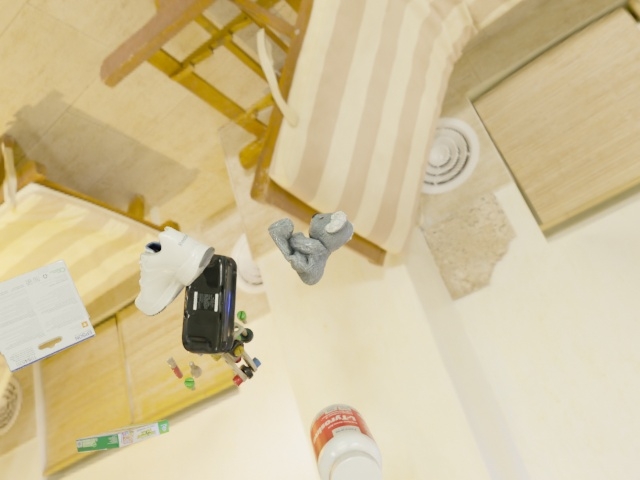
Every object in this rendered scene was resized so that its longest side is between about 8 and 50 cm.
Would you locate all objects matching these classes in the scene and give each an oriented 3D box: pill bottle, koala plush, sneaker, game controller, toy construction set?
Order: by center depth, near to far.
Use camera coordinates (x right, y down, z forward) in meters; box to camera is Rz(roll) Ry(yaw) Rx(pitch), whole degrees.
[{"bbox_3d":[-0.353,0.066,1.301,0.129,0.111,0.297,39,128,-11],"label":"sneaker"},{"bbox_3d":[0.000,0.000,1.695,0.221,0.203,0.196,-35,160,1],"label":"koala plush"},{"bbox_3d":[-0.347,0.196,1.814,0.166,0.320,0.067,7,164,-22],"label":"game controller"},{"bbox_3d":[-0.370,0.365,1.959,0.308,0.258,0.237,-24,144,-11],"label":"toy construction set"},{"bbox_3d":[0.092,0.763,2.061,0.228,0.229,0.407,-16,-173,-6],"label":"pill bottle"}]

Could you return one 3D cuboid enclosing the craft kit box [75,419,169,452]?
[{"bbox_3d":[-0.764,0.757,2.235,0.249,0.061,0.246,-17,171,30],"label":"craft kit box"}]

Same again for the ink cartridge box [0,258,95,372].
[{"bbox_3d":[-0.731,0.192,1.491,0.223,0.224,0.045,-23,-179,-24],"label":"ink cartridge box"}]
